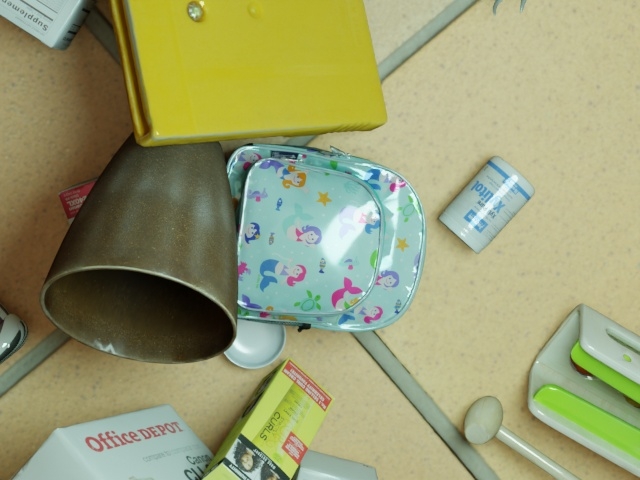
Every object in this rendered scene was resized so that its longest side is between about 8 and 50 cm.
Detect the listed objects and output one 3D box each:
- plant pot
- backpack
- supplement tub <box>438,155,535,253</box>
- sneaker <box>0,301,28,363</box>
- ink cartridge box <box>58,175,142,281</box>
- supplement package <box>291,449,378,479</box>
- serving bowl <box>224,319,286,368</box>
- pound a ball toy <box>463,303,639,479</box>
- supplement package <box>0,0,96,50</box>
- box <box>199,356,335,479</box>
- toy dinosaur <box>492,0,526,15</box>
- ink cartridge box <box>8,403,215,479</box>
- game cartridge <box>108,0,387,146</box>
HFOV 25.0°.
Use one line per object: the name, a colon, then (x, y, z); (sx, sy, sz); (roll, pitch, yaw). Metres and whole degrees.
plant pot: (-0.181, -0.014, 1.606); (0.215, 0.215, 0.230); (11, 60, -4)
backpack: (0.000, 0.000, 1.715); (0.253, 0.191, 0.225); (9, 92, -9)
supplement tub: (0.204, -0.044, 1.771); (0.071, 0.071, 0.107); (41, 92, -6)
sneaker: (-0.509, 0.141, 1.754); (0.281, 0.106, 0.162); (-39, 91, -9)
ink cartridge box: (-0.253, -0.001, 1.736); (0.063, 0.109, 0.151); (-19, 96, 2)
supplement package: (0.001, 0.364, 1.788); (0.105, 0.105, 0.179); (15, 95, -2)
serving bowl: (-0.084, 0.116, 1.797); (0.083, 0.027, 0.083); (0, 96, -2)
pound a ball toy: (0.363, 0.216, 1.793); (0.319, 0.136, 0.208); (30, 119, -5)
supplement package: (-0.298, -0.360, 1.683); (0.139, 0.134, 0.244); (33, 93, -6)
box: (-0.061, 0.238, 1.711); (0.087, 0.232, 0.058); (44, 122, -5)
toy dinosaur: (0.314, -0.406, 1.731); (0.313, 0.121, 0.160); (-24, 109, -4)
ink cartridge box: (-0.158, 0.381, 1.628); (0.385, 0.279, 0.160); (45, 104, 16)
game cartridge: (-0.086, -0.254, 1.646); (0.323, 0.052, 0.285); (-6, 81, -37)
